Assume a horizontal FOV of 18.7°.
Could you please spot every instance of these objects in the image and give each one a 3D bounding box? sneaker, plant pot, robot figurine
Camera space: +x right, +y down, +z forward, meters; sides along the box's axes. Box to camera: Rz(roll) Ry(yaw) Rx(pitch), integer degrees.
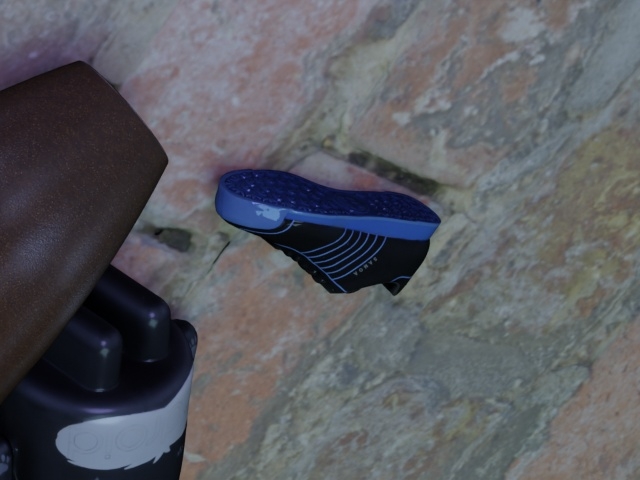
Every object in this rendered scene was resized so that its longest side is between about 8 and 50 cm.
[{"bbox_3d":[0.000,0.000,1.706,0.232,0.081,0.090,9,115,-34],"label":"sneaker"},{"bbox_3d":[-0.237,-0.026,1.499,0.230,0.215,0.215,-43,135,-8],"label":"plant pot"},{"bbox_3d":[-0.202,0.153,1.673,0.209,0.174,0.278,-1,128,-13],"label":"robot figurine"}]
